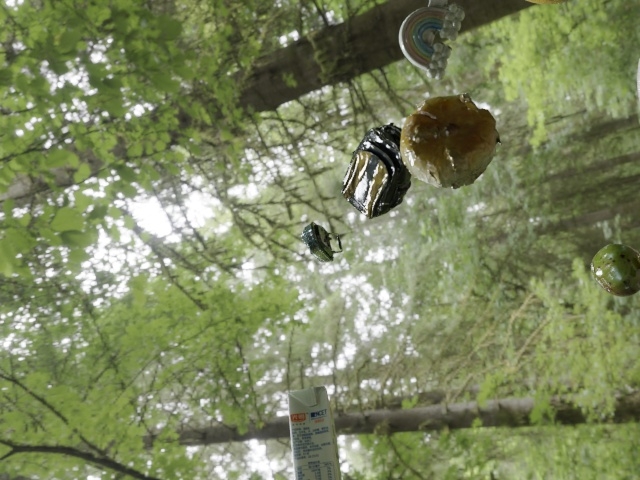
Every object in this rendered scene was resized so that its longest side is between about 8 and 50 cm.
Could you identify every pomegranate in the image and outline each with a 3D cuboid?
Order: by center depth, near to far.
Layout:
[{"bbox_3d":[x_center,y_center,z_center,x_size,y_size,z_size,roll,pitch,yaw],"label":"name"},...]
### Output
[{"bbox_3d":[0.719,0.062,1.475,0.129,0.159,0.129,54,-158,-34],"label":"pomegranate"}]

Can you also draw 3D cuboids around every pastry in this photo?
[{"bbox_3d":[0.315,-0.254,1.579,0.257,0.236,0.121,59,179,28],"label":"pastry"}]

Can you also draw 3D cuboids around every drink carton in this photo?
[{"bbox_3d":[-0.011,0.515,1.489,0.130,0.107,0.315,80,-179,-51],"label":"drink carton"}]

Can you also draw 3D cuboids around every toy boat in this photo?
[{"bbox_3d":[0.000,0.000,1.929,0.246,0.103,0.093,50,-155,-70],"label":"toy boat"}]

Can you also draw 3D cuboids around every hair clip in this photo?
[{"bbox_3d":[0.267,-0.512,1.542,0.054,0.140,0.220,60,-130,-88],"label":"hair clip"}]

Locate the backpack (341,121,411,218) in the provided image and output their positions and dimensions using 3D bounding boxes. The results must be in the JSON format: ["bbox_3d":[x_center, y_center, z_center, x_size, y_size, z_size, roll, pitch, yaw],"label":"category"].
[{"bbox_3d":[0.173,-0.204,1.781,0.133,0.206,0.258,-27,-34,-41],"label":"backpack"}]

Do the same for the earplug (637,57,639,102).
[{"bbox_3d":[0.730,-0.268,1.269,0.301,0.172,0.172,52,-143,-24],"label":"earplug"}]

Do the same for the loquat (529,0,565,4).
[{"bbox_3d":[0.341,-0.449,0.872,0.235,0.235,0.235,32,-128,-52],"label":"loquat"}]
